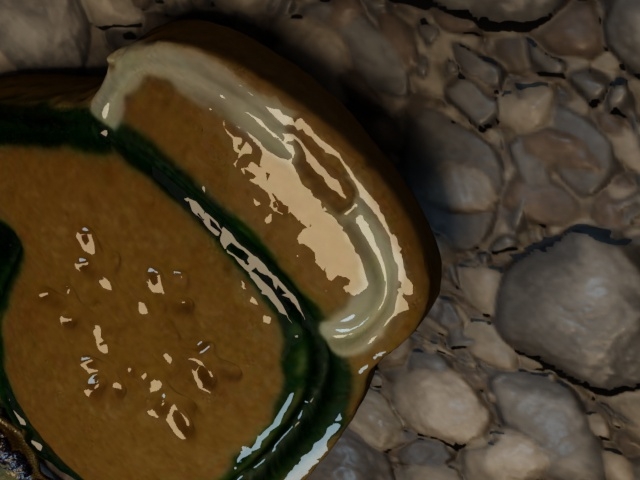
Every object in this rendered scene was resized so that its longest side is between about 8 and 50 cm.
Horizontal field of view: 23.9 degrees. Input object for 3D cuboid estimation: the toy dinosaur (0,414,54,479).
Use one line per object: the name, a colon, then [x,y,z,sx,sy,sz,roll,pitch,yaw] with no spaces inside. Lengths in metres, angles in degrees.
toy dinosaur: [-0.229,0.143,1.060,0.058,0.037,0.180,-24,122,17]

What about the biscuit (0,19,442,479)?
biscuit: [-0.101,0.018,0.821,0.287,0.057,0.344,44,133,4]

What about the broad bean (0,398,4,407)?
broad bean: [-0.177,0.098,0.981,0.195,0.046,0.061,40,134,-8]
